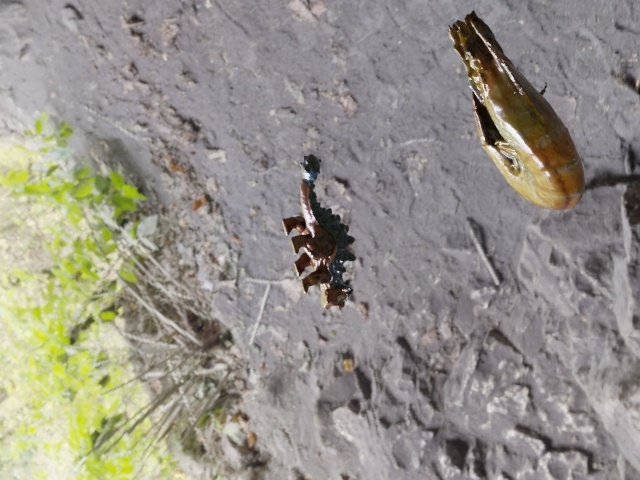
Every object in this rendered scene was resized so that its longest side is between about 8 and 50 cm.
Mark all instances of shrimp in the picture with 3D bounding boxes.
[{"bbox_3d":[0.210,-0.135,0.742,0.249,0.068,0.150,59,165,-22],"label":"shrimp"}]

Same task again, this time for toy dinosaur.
[{"bbox_3d":[0.000,0.000,0.551,0.055,0.049,0.154,-13,124,-6],"label":"toy dinosaur"}]
